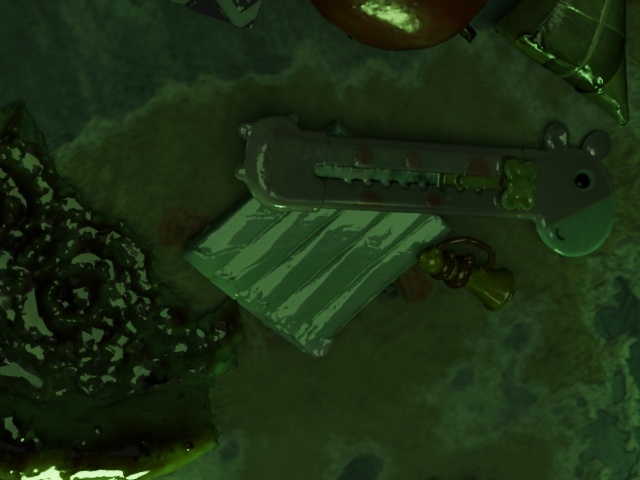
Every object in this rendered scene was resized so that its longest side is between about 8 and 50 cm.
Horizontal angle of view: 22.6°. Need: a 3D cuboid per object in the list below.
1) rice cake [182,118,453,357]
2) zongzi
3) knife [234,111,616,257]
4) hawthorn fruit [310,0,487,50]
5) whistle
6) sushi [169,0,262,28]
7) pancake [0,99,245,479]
[{"bbox_3d":[0.000,0.000,1.555,0.189,0.037,0.198,41,95,-17],"label":"rice cake"},{"bbox_3d":[0.274,-0.216,1.523,0.176,0.078,0.160,30,99,-26],"label":"zongzi"},{"bbox_3d":[0.110,-0.057,1.524,0.398,0.038,0.132,3,93,-19],"label":"knife"},{"bbox_3d":[0.073,-0.248,1.428,0.185,0.185,0.202,-42,118,4],"label":"hawthorn fruit"},{"bbox_3d":[0.144,0.030,1.558,0.109,0.057,0.046,26,68,-37],"label":"whistle"},{"bbox_3d":[-0.129,-0.331,1.433,0.231,0.047,0.220,21,104,1],"label":"sushi"},{"bbox_3d":[-0.260,0.080,1.480,0.427,0.067,0.305,44,74,-16],"label":"pancake"}]
